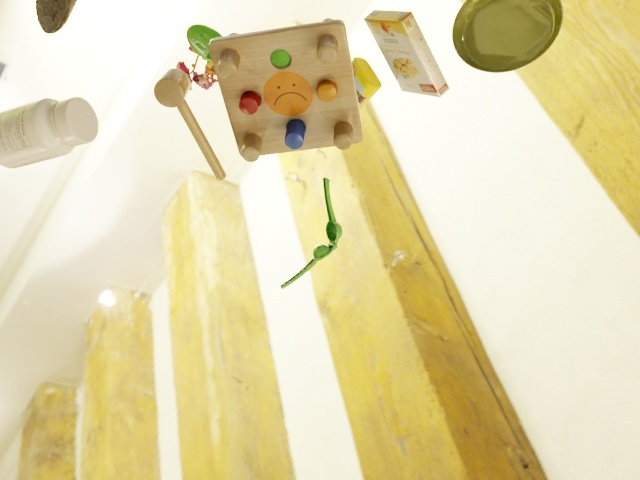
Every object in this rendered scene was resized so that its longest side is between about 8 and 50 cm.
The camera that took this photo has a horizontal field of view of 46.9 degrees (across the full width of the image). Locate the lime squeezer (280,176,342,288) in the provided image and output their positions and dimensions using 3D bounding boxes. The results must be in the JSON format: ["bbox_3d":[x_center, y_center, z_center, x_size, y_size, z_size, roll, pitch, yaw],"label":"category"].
[{"bbox_3d":[0.000,0.000,1.921,0.059,0.110,0.310,16,-100,44],"label":"lime squeezer"}]

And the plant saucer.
[{"bbox_3d":[0.411,-0.468,1.626,0.241,0.037,0.241,-9,-111,23],"label":"plant saucer"}]

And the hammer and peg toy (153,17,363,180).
[{"bbox_3d":[-0.111,-0.270,1.409,0.361,0.266,0.127,-7,-141,9],"label":"hammer and peg toy"}]

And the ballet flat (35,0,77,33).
[{"bbox_3d":[-0.470,-0.485,1.383,0.084,0.058,0.250,50,-49,6],"label":"ballet flat"}]

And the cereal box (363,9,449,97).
[{"bbox_3d":[0.224,-0.486,1.924,0.047,0.240,0.173,-43,-148,-13],"label":"cereal box"}]

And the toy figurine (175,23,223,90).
[{"bbox_3d":[-0.308,-0.454,1.943,0.159,0.173,0.130,-43,-153,41],"label":"toy figurine"}]

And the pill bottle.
[{"bbox_3d":[-0.611,-0.242,1.625,0.229,0.131,0.131,-9,-120,23],"label":"pill bottle"}]

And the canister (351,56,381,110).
[{"bbox_3d":[0.092,-0.442,2.185,0.170,0.073,0.126,-45,-112,40],"label":"canister"}]
